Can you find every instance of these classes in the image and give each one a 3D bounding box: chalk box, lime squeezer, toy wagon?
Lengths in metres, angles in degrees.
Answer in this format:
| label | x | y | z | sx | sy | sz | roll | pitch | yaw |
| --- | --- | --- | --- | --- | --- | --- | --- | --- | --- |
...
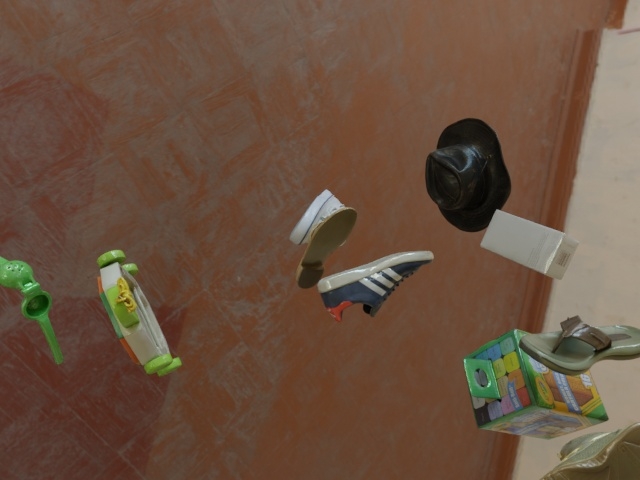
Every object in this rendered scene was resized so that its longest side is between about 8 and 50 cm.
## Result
| label | x | y | z | sx | sy | sz | roll | pitch | yaw |
| --- | --- | --- | --- | --- | --- | --- | --- | --- | --- |
| chalk box | 0.461 | 0.331 | 1.080 | 0.289 | 0.179 | 0.180 | 17 | 48 | -22 |
| lime squeezer | -0.568 | 0.106 | 0.887 | 0.310 | 0.110 | 0.059 | 59 | 22 | -13 |
| toy wagon | -0.392 | 0.153 | 0.986 | 0.068 | 0.344 | 0.267 | -27 | 78 | -15 |

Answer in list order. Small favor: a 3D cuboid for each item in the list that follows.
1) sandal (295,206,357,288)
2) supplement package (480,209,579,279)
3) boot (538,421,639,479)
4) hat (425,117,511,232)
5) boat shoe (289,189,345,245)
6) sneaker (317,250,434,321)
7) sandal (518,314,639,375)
| label | x | y | z | sx | sy | sz | roll | pitch | yaw |
| --- | --- | --- | --- | --- | --- | --- | --- | --- | --- |
| sandal | -0.005 | -0.001 | 1.087 | 0.088 | 0.079 | 0.240 | 8 | 125 | -33 |
| supplement package | 0.506 | 0.009 | 1.146 | 0.105 | 0.179 | 0.105 | 14 | 102 | -43 |
| boot | 0.442 | 0.407 | 0.804 | 0.262 | 0.095 | 0.203 | -34 | 155 | -6 |
| hat | 0.379 | -0.182 | 1.352 | 0.134 | 0.331 | 0.331 | -7 | 102 | -25 |
| boat shoe | 0.020 | -0.047 | 1.493 | 0.156 | 0.367 | 0.136 | 35 | 111 | 0 |
| sneaker | 0.173 | 0.133 | 1.352 | 0.350 | 0.131 | 0.148 | -18 | 89 | -6 |
| sandal | 0.521 | 0.188 | 0.929 | 0.302 | 0.120 | 0.086 | -6 | 112 | -21 |
